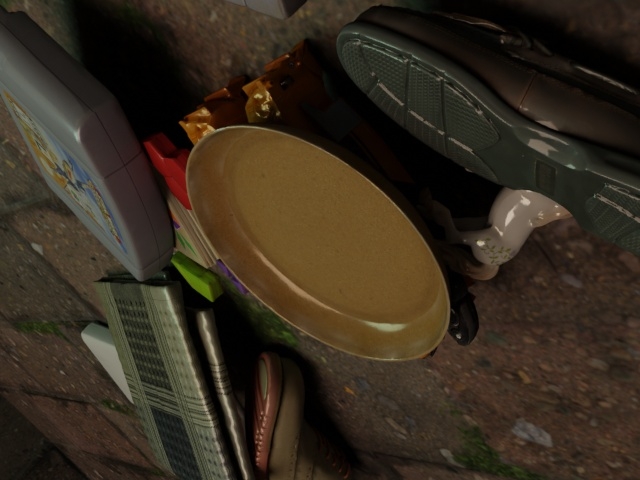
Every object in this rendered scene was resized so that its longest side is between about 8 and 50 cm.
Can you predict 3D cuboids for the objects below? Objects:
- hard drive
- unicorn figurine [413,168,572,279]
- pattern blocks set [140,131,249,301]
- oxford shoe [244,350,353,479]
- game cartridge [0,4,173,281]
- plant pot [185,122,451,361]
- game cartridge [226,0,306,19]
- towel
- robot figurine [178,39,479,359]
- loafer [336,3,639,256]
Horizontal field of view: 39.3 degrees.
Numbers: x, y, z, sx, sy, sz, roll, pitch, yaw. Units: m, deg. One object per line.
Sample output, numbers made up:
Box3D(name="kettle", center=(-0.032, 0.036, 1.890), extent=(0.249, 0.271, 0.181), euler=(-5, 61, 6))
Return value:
Box3D(name="hard drive", center=(-0.249, 0.247, 1.491), extent=(0.308, 0.040, 0.203), euler=(14, 142, 39))
Box3D(name="unicorn figurine", center=(0.138, -0.027, 0.625), extent=(0.111, 0.060, 0.162), euler=(33, 140, -5))
Box3D(name="pattern blocks set", center=(-0.175, -0.047, 0.945), extent=(0.325, 0.026, 0.285), euler=(32, 154, 41))
Box3D(name="oxford shoe", center=(-0.030, 0.291, 1.246), extent=(0.147, 0.140, 0.396), euler=(-3, 136, -5))
Box3D(name="game cartridge", center=(-0.233, -0.079, 0.897), extent=(0.198, 0.062, 0.297), euler=(46, 161, 23))
Box3D(name="plant pot", center=(0.000, 0.000, 0.685), extent=(0.236, 0.032, 0.236), euler=(26, 145, 20))
Box3D(name="game cartridge", center=(-0.134, -0.305, 0.530), extent=(0.230, 0.068, 0.355), euler=(29, 158, 27))
Box3D(name="towel", center=(-0.200, 0.192, 1.233), extent=(0.312, 0.056, 0.324), euler=(-1, 109, 59))
Box3D(name="robot figurine", center=(0.020, -0.018, 0.756), extent=(0.291, 0.085, 0.211), euler=(51, 150, -18))
Box3D(name="loafer", center=(0.137, -0.079, 0.551), extent=(0.268, 0.084, 0.096), euler=(33, 162, 19))
